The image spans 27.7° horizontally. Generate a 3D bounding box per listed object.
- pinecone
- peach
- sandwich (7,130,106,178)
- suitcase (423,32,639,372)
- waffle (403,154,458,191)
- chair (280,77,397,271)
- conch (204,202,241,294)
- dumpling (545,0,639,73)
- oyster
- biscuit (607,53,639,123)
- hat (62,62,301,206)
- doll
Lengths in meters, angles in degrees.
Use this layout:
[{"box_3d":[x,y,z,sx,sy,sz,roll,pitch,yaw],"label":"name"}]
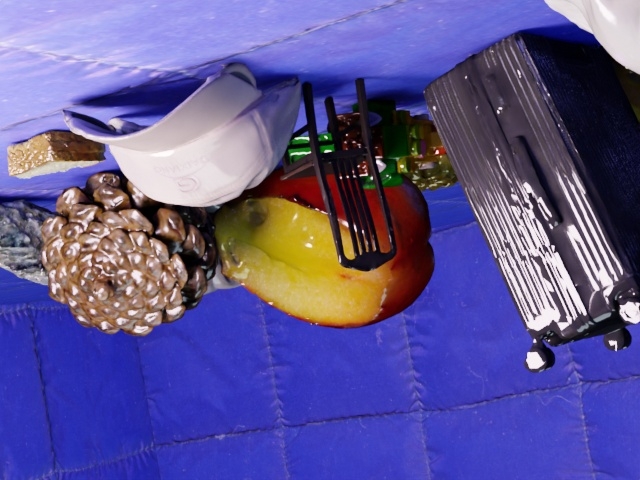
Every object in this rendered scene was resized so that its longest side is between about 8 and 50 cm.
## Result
[{"box_3d":[-0.256,0.016,1.777,0.244,0.243,0.257,-11,180,6],"label":"pinecone"},{"box_3d":[0.000,0.000,1.990,0.339,0.281,0.281,-4,175,-9],"label":"peach"},{"box_3d":[-0.298,-0.096,1.463,0.093,0.035,0.105,-15,175,37],"label":"sandwich"},{"box_3d":[0.267,-0.048,1.406,0.152,0.335,0.230,-31,164,33],"label":"suitcase"},{"box_3d":[0.151,-0.109,2.194,0.253,0.056,0.249,-3,172,-44],"label":"waffle"},{"box_3d":[0.015,-0.064,1.441,0.084,0.212,0.101,-8,175,-25],"label":"chair"},{"box_3d":[-0.235,0.001,2.067,0.149,0.182,0.275,-18,139,34],"label":"conch"},{"box_3d":[0.271,-0.203,1.053,0.179,0.131,0.252,17,-178,-35],"label":"dumpling"},{"box_3d":[-0.404,-0.007,1.853,0.087,0.252,0.199,-39,-158,23],"label":"oyster"},{"box_3d":[0.433,-0.093,1.592,0.070,0.350,0.394,-57,-173,-24],"label":"biscuit"},{"box_3d":[-0.132,-0.090,1.313,0.220,0.164,0.226,-13,-164,16],"label":"hat"},{"box_3d":[0.073,-0.117,1.590,0.186,0.106,0.134,-7,180,-39],"label":"doll"}]
